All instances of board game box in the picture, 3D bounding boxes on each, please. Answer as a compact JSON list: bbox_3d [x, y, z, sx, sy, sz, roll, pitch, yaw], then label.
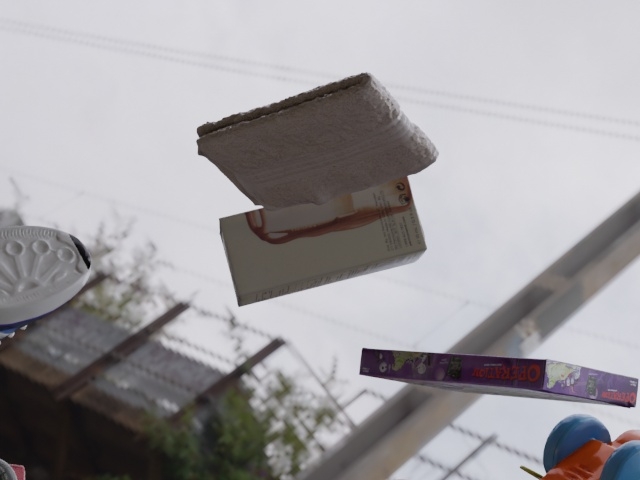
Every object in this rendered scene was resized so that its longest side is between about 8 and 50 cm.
[{"bbox_3d":[0.246,0.193,1.994,0.346,0.208,0.056,-1,-106,49],"label":"board game box"}]

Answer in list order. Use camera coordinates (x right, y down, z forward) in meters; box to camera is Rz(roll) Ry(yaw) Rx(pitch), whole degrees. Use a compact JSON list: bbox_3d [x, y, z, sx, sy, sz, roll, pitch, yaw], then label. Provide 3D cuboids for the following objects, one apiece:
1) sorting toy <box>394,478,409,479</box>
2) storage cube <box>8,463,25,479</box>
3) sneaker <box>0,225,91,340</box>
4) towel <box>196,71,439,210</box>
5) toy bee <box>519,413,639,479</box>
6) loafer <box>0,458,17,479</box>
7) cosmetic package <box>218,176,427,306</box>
[{"bbox_3d":[0.235,0.432,2.080,0.365,0.127,0.126,25,-2,-16],"label":"sorting toy"},{"bbox_3d":[-0.568,0.440,2.115,0.215,0.193,0.184,-26,-118,39],"label":"storage cube"},{"bbox_3d":[-0.466,0.111,1.855,0.130,0.322,0.236,58,-28,20],"label":"sneaker"},{"bbox_3d":[-0.009,-0.123,1.861,0.282,0.049,0.187,-16,-38,28],"label":"towel"},{"bbox_3d":[0.284,0.231,1.269,0.162,0.298,0.195,60,1,-28],"label":"toy bee"},{"bbox_3d":[-0.523,0.339,1.945,0.251,0.087,0.094,-4,-100,17],"label":"loafer"},{"bbox_3d":[0.000,0.000,2.166,0.153,0.296,0.129,121,-46,-80],"label":"cosmetic package"}]
